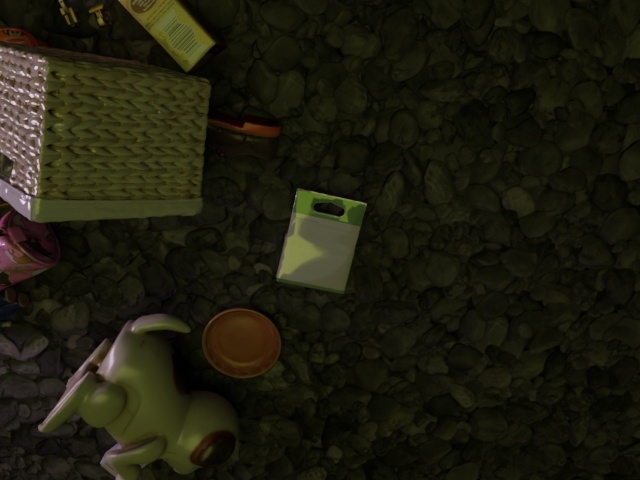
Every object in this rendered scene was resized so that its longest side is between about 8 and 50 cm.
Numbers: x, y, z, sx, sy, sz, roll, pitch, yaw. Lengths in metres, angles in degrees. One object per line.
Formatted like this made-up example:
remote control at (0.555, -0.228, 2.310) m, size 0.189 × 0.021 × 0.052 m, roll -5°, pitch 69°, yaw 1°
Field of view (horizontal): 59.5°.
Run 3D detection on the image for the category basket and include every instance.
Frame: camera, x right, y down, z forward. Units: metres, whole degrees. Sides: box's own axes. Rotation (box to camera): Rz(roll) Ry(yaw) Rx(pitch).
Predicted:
basket at (-0.428, -0.206, 1.046) m, size 0.331 × 0.328 × 0.266 m, roll -8°, pitch 115°, yaw -45°

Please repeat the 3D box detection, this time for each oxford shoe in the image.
oxford shoe at (-0.226, -0.229, 1.226) m, size 0.271 × 0.097 × 0.098 m, roll 9°, pitch 115°, yaw -4°

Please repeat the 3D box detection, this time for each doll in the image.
doll at (-0.805, 0.182, 1.364) m, size 0.189 × 0.046 × 0.129 m, roll -27°, pitch 148°, yaw 10°

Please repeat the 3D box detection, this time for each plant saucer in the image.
plant saucer at (-0.199, 0.256, 1.426) m, size 0.200 × 0.037 × 0.200 m, roll 0°, pitch 110°, yaw 0°

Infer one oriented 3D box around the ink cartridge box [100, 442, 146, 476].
ink cartridge box at (-0.522, 0.588, 1.529) m, size 0.122 × 0.052 × 0.088 m, roll -39°, pitch 105°, yaw 10°

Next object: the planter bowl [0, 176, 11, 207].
planter bowl at (-0.674, -0.141, 1.225) m, size 0.217 × 0.217 × 0.090 m, roll 2°, pitch 151°, yaw -2°

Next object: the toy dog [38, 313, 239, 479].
toy dog at (-0.385, 0.401, 1.379) m, size 0.408 × 0.284 × 0.395 m, roll 43°, pitch 85°, yaw -16°

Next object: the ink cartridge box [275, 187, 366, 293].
ink cartridge box at (0.000, 0.000, 1.330) m, size 0.171 × 0.056 × 0.235 m, roll 12°, pitch 106°, yaw -6°

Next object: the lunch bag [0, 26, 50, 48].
lunch bag at (-0.698, -0.294, 1.153) m, size 0.293 × 0.120 × 0.258 m, roll -3°, pitch 99°, yaw -5°

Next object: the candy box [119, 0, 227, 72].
candy box at (-0.330, -0.476, 1.087) m, size 0.087 × 0.183 × 0.316 m, roll -40°, pitch 106°, yaw 10°

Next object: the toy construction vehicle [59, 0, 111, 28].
toy construction vehicle at (-0.494, -0.483, 1.159) m, size 0.086 × 0.035 × 0.098 m, roll -15°, pitch 109°, yaw 4°

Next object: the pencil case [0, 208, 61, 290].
pencil case at (-0.798, 0.061, 1.277) m, size 0.386 × 0.160 × 0.167 m, roll -23°, pitch 121°, yaw 9°
